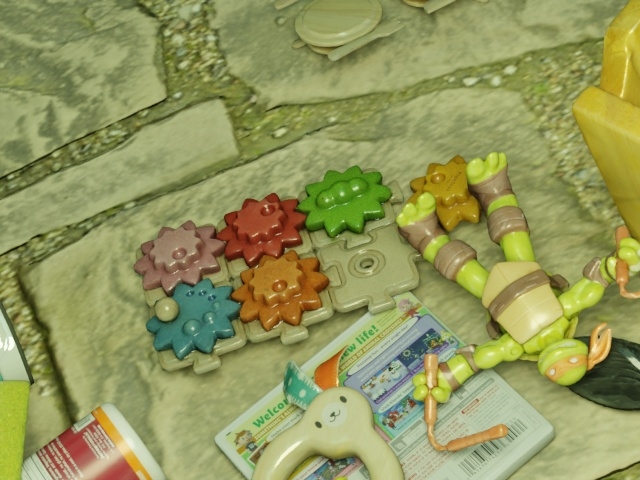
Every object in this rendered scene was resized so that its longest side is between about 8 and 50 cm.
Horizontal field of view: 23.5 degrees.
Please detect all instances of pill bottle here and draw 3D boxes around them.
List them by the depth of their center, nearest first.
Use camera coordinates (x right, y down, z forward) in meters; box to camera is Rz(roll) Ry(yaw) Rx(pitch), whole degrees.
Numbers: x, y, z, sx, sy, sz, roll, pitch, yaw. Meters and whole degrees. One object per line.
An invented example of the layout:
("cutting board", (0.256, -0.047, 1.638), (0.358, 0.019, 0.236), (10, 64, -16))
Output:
("pill bottle", (-0.209, 0.208, 1.255), (0.152, 0.086, 0.086), (-36, 56, -11))

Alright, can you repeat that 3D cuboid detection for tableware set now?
("tableware set", (0.067, -0.231, 1.517), (0.194, 0.039, 0.128), (-28, 43, -13))

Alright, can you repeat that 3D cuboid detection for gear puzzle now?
("gear puzzle", (0.000, 0.000, 1.355), (0.339, 0.044, 0.175), (-19, 44, 1))

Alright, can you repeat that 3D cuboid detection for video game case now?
("video game case", (0.050, 0.162, 1.263), (0.212, 0.023, 0.193), (-38, 57, -12))

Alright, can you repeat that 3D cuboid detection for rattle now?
("rattle", (-0.009, 0.148, 1.192), (0.130, 0.143, 0.199), (-12, 59, 29))

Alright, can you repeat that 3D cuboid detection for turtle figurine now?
("turtle figurine", (0.170, 0.034, 1.247), (0.269, 0.087, 0.217), (-38, 59, 14))

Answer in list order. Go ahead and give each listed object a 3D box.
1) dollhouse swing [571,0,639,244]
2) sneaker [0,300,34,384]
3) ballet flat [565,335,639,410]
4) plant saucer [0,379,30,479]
("dollhouse swing", (0.450, -0.098, 1.194), (0.347, 0.315, 0.305), (-48, 38, -19))
("sneaker", (-0.397, 0.054, 1.389), (0.178, 0.123, 0.295), (-26, 55, -16))
("ballet flat", (0.269, 0.111, 1.241), (0.173, 0.049, 0.057), (8, 94, 22))
("plant saucer", (-0.328, 0.205, 1.247), (0.188, 0.045, 0.188), (-30, 35, 16))
